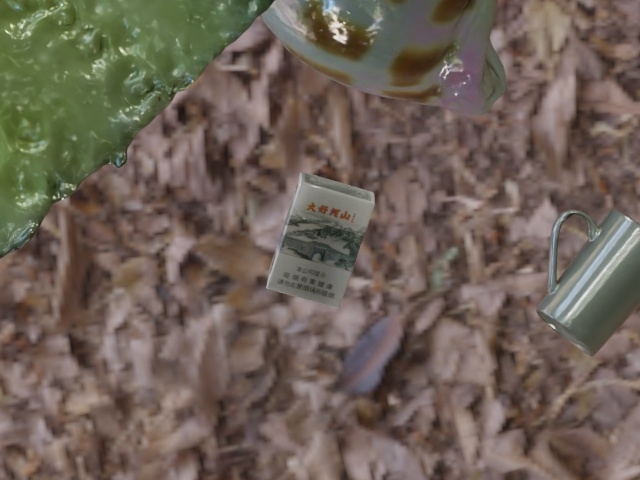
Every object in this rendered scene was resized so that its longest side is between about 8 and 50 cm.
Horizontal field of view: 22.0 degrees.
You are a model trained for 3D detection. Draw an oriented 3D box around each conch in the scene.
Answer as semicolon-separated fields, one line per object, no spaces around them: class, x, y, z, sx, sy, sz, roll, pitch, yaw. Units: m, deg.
conch;0.016;-0.258;1.172;0.249;0.197;0.368;159;98;-68

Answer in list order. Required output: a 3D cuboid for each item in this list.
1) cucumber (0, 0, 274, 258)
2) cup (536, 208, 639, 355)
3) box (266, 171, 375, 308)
cucumber;-0.135;-0.097;0.385;0.244;0.063;0.115;39;100;-9
cup;0.176;0.022;1.051;0.083;0.075;0.054;-50;34;-3
box;0.000;0.000;1.121;0.024;0.054;0.083;-84;11;-67
